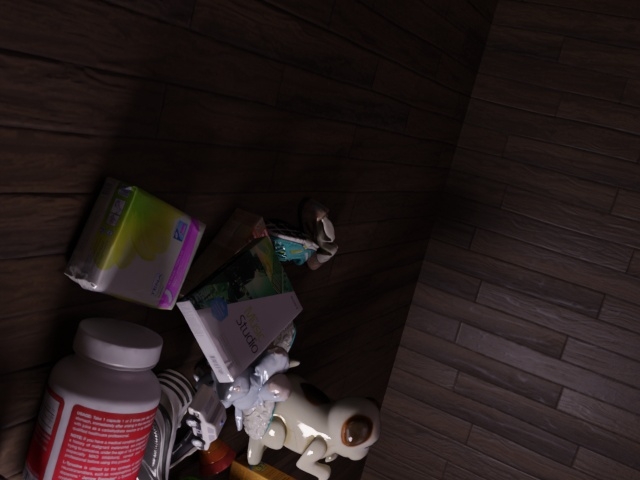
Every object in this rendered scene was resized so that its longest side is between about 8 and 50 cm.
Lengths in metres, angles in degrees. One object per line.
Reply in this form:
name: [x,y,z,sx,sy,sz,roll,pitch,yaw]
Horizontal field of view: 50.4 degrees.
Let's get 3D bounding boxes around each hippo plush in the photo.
hippo plush: [-0.254,0.389,1.957,0.294,0.234,0.236,-37,149,30]

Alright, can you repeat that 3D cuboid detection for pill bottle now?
pill bottle: [-0.467,0.379,1.413,0.229,0.229,0.408,6,103,-65]

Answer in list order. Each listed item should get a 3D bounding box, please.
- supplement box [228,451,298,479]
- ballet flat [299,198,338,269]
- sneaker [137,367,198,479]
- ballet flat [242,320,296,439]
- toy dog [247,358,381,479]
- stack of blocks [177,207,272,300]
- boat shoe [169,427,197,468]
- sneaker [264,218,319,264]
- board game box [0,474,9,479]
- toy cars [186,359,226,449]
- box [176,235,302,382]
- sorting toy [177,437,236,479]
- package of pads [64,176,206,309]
supplement box: [-0.192,0.801,2.276,0.078,0.233,0.080,-14,117,-61]
ballet flat: [0.000,0.000,2.238,0.107,0.106,0.316,-54,151,-31]
sneaker: [-0.400,0.514,1.724,0.257,0.169,0.448,-49,158,-57]
ballet flat: [-0.199,0.423,2.153,0.147,0.147,0.409,14,92,-65]
toy dog: [0.006,0.604,2.303,0.284,0.407,0.396,-4,101,-73]
stack of blocks: [-0.248,0.083,1.813,0.297,0.087,0.171,-56,152,-29]
boat shoe: [-0.419,0.593,1.894,0.206,0.075,0.065,-25,85,-50]
sneaker: [-0.096,0.015,2.064,0.110,0.107,0.275,-52,149,5]
board game box: [-0.673,0.482,1.171,0.232,0.141,0.291,-57,152,-27]
toy cars: [-0.257,0.357,1.731,0.176,0.087,0.394,2,99,-77]
box: [-0.189,0.163,1.694,0.322,0.058,0.232,-44,116,-48]
sorting toy: [-0.399,0.667,1.954,0.365,0.127,0.126,-36,109,-47]
package of pads: [-0.390,0.020,1.464,0.229,0.101,0.296,-68,154,-7]
